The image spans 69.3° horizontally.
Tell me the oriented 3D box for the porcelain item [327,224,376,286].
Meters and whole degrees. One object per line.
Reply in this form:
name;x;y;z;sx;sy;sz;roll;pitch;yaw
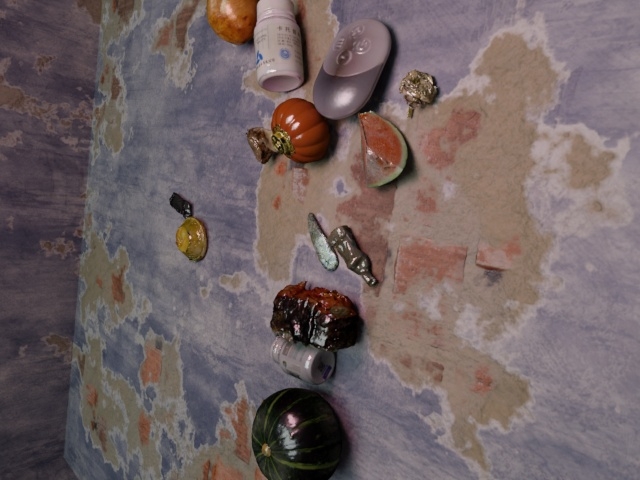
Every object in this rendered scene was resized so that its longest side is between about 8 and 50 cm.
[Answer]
porcelain item;0.106;0.057;1.466;0.081;0.069;0.215;-45;65;28

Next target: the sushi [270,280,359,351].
sushi;-0.020;0.246;1.488;0.343;0.196;0.182;6;100;44

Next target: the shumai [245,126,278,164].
shumai;-0.197;-0.371;1.722;0.116;0.145;0.145;-19;76;31

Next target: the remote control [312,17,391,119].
remote control;0.094;-0.530;1.431;0.221;0.103;0.332;23;92;38

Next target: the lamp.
lamp;-0.067;-0.364;1.544;0.223;0.196;0.223;43;155;26

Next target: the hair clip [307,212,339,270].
hair clip;-0.001;0.000;1.582;0.066;0.036;0.229;-37;64;29

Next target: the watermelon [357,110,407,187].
watermelon;0.169;-0.262;1.396;0.146;0.128;0.231;114;152;-56

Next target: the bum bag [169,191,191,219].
bum bag;-0.674;-0.167;2.217;0.198;0.049;0.087;33;116;38

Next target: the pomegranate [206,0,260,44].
pomegranate;-0.330;-0.890;1.793;0.248;0.248;0.248;-1;88;44

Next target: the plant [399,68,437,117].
plant;0.272;-0.415;1.322;0.122;0.104;0.116;100;-178;-51

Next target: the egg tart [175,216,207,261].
egg tart;-0.599;-0.007;2.119;0.212;0.090;0.212;4;95;45

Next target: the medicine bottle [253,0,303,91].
medicine bottle;-0.151;-0.696;1.650;0.170;0.170;0.293;-11;81;43

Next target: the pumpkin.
pumpkin;-0.083;0.642;1.503;0.323;0.241;0.323;-4;84;43

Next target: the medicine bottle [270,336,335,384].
medicine bottle;-0.068;0.395;1.568;0.215;0.135;0.135;8;95;43
